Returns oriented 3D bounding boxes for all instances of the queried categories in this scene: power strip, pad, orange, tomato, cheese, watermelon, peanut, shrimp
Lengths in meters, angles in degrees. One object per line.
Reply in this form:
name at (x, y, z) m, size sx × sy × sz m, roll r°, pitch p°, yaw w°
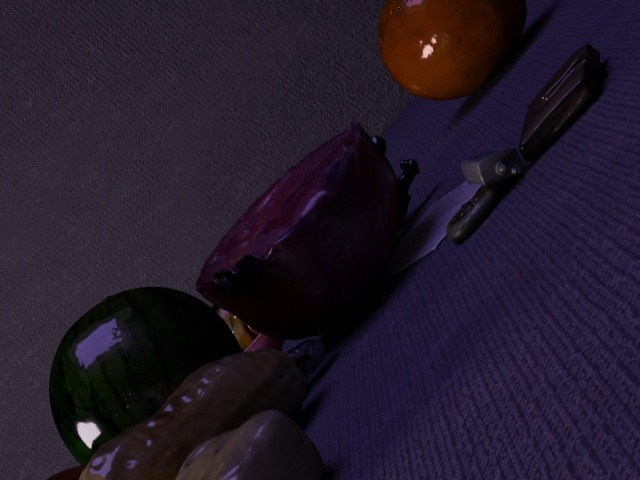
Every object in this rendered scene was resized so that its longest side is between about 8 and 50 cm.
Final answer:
power strip at (0.186, -0.081, 1.386) m, size 0.047 × 0.030 × 0.191 m, roll -22°, pitch 3°, yaw 0°
pad at (0.139, -0.018, 1.578) m, size 0.156 × 0.004 × 0.232 m, roll -51°, pitch 5°, yaw -21°
orange at (0.231, -0.376, 2.190) m, size 0.284 × 0.226 × 0.284 m, roll -52°, pitch -1°, yaw -1°
tomato at (0.005, 0.001, 1.624) m, size 0.290 × 0.176 × 0.335 m, roll -54°, pitch 12°, yaw -26°
cheese at (-0.084, 0.236, 1.137) m, size 0.159 × 0.093 × 0.263 m, roll -53°, pitch 6°, yaw -23°
watermelon at (-0.206, 0.175, 1.519) m, size 0.242 × 0.242 × 0.242 m, roll -49°, pitch 5°, yaw 5°
peanut at (-0.128, 0.213, 1.338) m, size 0.290 × 0.130 × 0.130 m, roll -40°, pitch -1°, yaw -32°
shrimp at (-0.052, 0.180, 1.482) m, size 0.165 × 0.056 × 0.065 m, roll -55°, pitch 13°, yaw -27°

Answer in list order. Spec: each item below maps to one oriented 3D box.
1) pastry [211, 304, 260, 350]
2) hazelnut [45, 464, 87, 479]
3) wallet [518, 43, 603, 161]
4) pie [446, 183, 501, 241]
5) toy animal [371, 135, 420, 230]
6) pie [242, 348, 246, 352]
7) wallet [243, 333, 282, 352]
pastry at (-0.113, 0.116, 2.110) m, size 0.229 × 0.100 × 0.218 m, roll -40°, pitch 1°, yaw 1°
hazelnut at (-0.239, 0.330, 1.392) m, size 0.182 × 0.182 × 0.182 m, roll -49°, pitch 5°, yaw 5°
wallet at (0.256, -0.153, 1.361) m, size 0.118 × 0.039 × 0.153 m, roll -50°, pitch 3°, yaw 26°
pie at (0.162, -0.031, 1.363) m, size 0.084 × 0.021 × 0.084 m, roll -49°, pitch 5°, yaw 6°
toy animal at (0.035, -0.009, 1.898) m, size 0.343 × 0.106 × 0.168 m, roll -54°, pitch 7°, yaw 48°
pie at (-0.153, 0.226, 1.818) m, size 0.179 × 0.084 × 0.205 m, roll -13°, pitch 29°, yaw 35°
wallet at (-0.091, 0.197, 1.629) m, size 0.119 × 0.025 × 0.232 m, roll -50°, pitch 16°, yaw 21°
